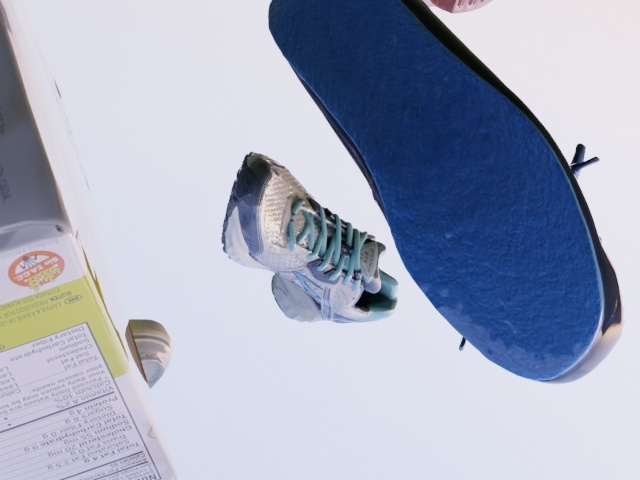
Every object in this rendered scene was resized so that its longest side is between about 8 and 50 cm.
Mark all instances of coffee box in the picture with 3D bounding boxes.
[{"bbox_3d":[-0.316,0.001,1.165,0.338,0.334,0.337,-19,-122,-3],"label":"coffee box"}]

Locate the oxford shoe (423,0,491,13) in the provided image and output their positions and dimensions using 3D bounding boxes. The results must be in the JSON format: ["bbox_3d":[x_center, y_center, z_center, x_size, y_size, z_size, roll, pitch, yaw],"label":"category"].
[{"bbox_3d":[0.066,-0.328,2.079,0.146,0.140,0.397,39,-154,27],"label":"oxford shoe"}]

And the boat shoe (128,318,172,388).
[{"bbox_3d":[-0.198,0.140,1.312,0.228,0.079,0.081,-30,-129,-4],"label":"boat shoe"}]

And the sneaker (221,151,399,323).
[{"bbox_3d":[0.000,0.000,1.793,0.122,0.110,0.283,9,161,25],"label":"sneaker"}]

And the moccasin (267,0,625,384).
[{"bbox_3d":[0.097,-0.057,1.170,0.117,0.138,0.342,22,-145,-57],"label":"moccasin"}]
